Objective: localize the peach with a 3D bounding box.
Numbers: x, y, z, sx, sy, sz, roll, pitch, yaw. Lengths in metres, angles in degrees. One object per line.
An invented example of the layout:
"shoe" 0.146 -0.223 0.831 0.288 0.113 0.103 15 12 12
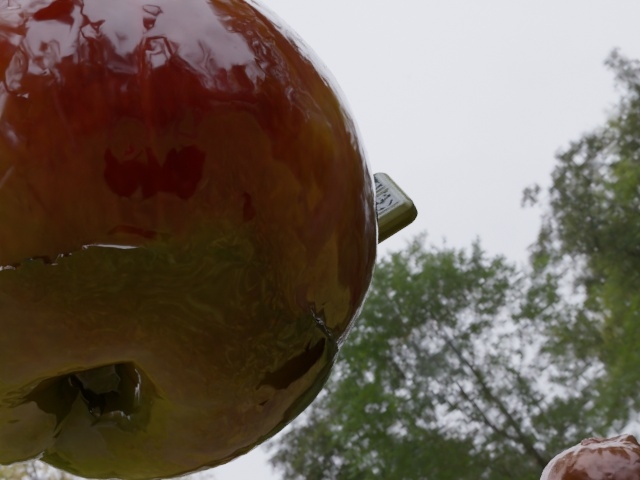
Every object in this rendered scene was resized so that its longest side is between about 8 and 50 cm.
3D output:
"peach" -0.133 -0.034 0.565 0.370 0.370 0.370 -23 -35 -17

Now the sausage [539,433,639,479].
"sausage" 0.214 0.314 0.617 0.094 0.349 0.097 19 -30 -33

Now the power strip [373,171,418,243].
"power strip" 0.000 0.000 0.745 0.169 0.076 0.028 -32 -55 -2
